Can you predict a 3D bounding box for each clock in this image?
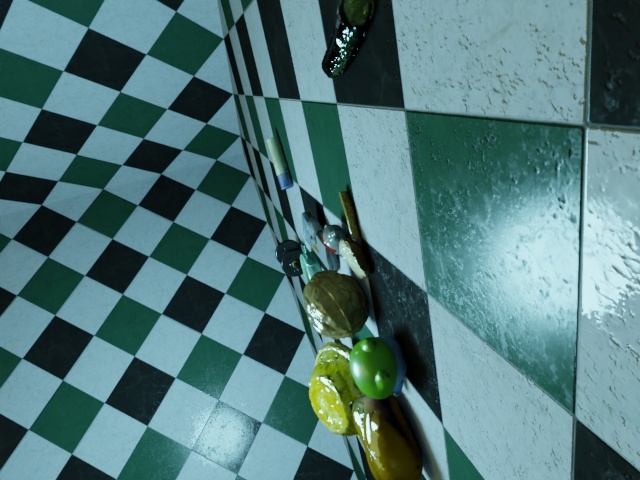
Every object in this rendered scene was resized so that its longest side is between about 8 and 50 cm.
[{"bbox_3d":[-0.043,0.116,1.911,0.159,0.065,0.211,-164,59,-77],"label":"clock"}]

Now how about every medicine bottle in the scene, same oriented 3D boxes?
[{"bbox_3d":[-0.182,-0.345,1.915,0.059,0.059,0.231,166,87,-79],"label":"medicine bottle"}]

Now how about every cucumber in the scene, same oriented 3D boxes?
[{"bbox_3d":[0.044,-0.366,0.803,0.245,0.067,0.067,134,119,-80],"label":"cucumber"}]

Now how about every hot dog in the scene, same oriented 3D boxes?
[{"bbox_3d":[0.079,-0.069,1.147,0.044,0.028,0.137,-20,-84,-75],"label":"hot dog"}]

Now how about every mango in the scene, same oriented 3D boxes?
[{"bbox_3d":[0.189,0.568,1.230,0.201,0.152,0.287,61,-175,-65],"label":"mango"}]

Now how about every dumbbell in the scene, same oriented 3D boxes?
[{"bbox_3d":[-0.144,0.086,2.156,0.325,0.143,0.143,-133,28,-66],"label":"dumbbell"}]

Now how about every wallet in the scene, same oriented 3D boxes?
[{"bbox_3d":[0.000,0.000,1.541,0.231,0.069,0.170,53,163,44],"label":"wallet"}]

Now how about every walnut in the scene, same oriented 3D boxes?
[{"bbox_3d":[0.044,0.196,1.312,0.245,0.198,0.198,45,151,47],"label":"walnut"}]

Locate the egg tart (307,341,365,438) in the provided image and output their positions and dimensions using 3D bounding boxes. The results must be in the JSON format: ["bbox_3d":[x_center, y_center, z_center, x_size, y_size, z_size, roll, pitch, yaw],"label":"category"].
[{"bbox_3d":[0.078,0.569,1.565,0.387,0.168,0.388,30,129,46],"label":"egg tart"}]

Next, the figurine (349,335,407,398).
[{"bbox_3d":[0.155,0.344,1.144,0.263,0.143,0.162,72,-178,-63],"label":"figurine"}]

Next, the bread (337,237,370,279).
[{"bbox_3d":[0.098,0.049,1.191,0.126,0.044,0.129,59,166,10],"label":"bread"}]

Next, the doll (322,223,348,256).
[{"bbox_3d":[0.043,0.000,1.300,0.102,0.075,0.227,55,175,13],"label":"doll"}]
